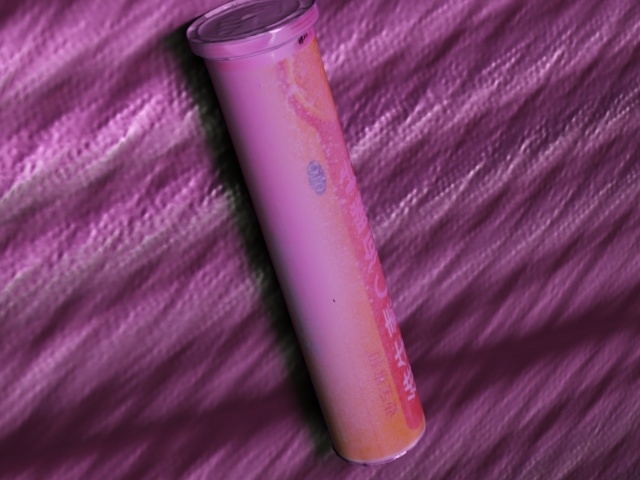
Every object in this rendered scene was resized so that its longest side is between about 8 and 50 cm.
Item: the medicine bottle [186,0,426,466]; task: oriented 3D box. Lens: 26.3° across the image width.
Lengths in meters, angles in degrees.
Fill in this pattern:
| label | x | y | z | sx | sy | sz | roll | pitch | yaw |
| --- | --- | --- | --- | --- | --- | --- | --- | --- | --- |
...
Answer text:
| label | x | y | z | sx | sy | sz | roll | pitch | yaw |
| --- | --- | --- | --- | --- | --- | --- | --- | --- | --- |
| medicine bottle | 0.000 | 0.000 | 1.188 | 0.108 | 0.108 | 0.426 | -29 | 120 | -22 |
